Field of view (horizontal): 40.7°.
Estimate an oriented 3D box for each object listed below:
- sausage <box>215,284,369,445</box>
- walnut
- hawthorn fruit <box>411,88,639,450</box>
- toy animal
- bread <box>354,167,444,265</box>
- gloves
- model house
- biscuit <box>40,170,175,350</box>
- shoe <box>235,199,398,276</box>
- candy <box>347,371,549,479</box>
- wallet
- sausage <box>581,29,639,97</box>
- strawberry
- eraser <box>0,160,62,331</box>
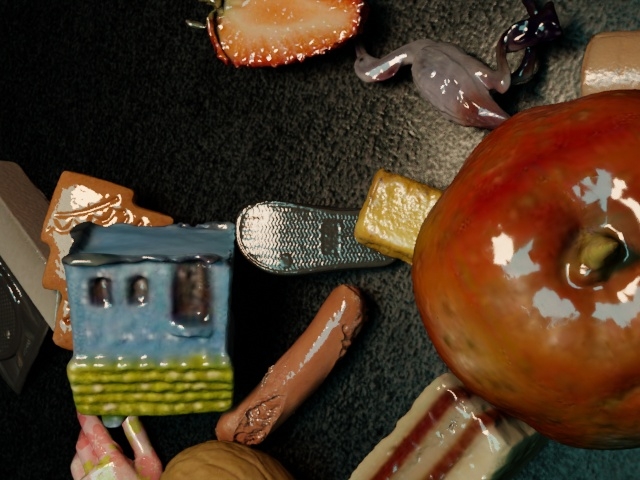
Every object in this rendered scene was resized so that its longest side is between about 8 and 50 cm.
[{"bbox_3d":[-0.041,0.197,1.258,0.326,0.079,0.087,-49,38,17],"label":"sausage"},{"bbox_3d":[-0.135,0.391,1.233,0.228,0.228,0.228,-1,88,28],"label":"walnut"},{"bbox_3d":[0.292,0.025,0.884,0.403,0.403,0.402,-1,88,28],"label":"hawthorn fruit"},{"bbox_3d":[0.167,-0.226,1.155,0.324,0.090,0.195,-3,63,33],"label":"toy animal"},{"bbox_3d":[0.152,-0.014,1.142,0.211,0.083,0.114,22,93,13],"label":"bread"},{"bbox_3d":[-0.341,0.369,1.395,0.145,0.126,0.241,-44,77,25],"label":"gloves"},{"bbox_3d":[-0.241,0.125,1.249,0.237,0.215,0.303,0,111,-6],"label":"model house"},{"bbox_3d":[-0.332,0.028,1.359,0.284,0.043,0.306,-29,93,3],"label":"biscuit"},{"bbox_3d":[0.000,0.000,1.245,0.241,0.093,0.108,1,86,4],"label":"shoe"},{"bbox_3d":[0.141,0.302,1.092,0.135,0.179,0.320,48,114,23],"label":"candy"},{"bbox_3d":[-0.598,0.102,1.552,0.323,0.041,0.247,50,127,21],"label":"wallet"},{"bbox_3d":[0.439,-0.182,0.988,0.253,0.123,0.123,5,91,29],"label":"sausage"},{"bbox_3d":[-0.055,-0.336,1.272,0.286,0.106,0.188,17,99,21],"label":"strawberry"},{"bbox_3d":[-0.491,0.005,1.487,0.352,0.111,0.077,49,112,20],"label":"eraser"}]
